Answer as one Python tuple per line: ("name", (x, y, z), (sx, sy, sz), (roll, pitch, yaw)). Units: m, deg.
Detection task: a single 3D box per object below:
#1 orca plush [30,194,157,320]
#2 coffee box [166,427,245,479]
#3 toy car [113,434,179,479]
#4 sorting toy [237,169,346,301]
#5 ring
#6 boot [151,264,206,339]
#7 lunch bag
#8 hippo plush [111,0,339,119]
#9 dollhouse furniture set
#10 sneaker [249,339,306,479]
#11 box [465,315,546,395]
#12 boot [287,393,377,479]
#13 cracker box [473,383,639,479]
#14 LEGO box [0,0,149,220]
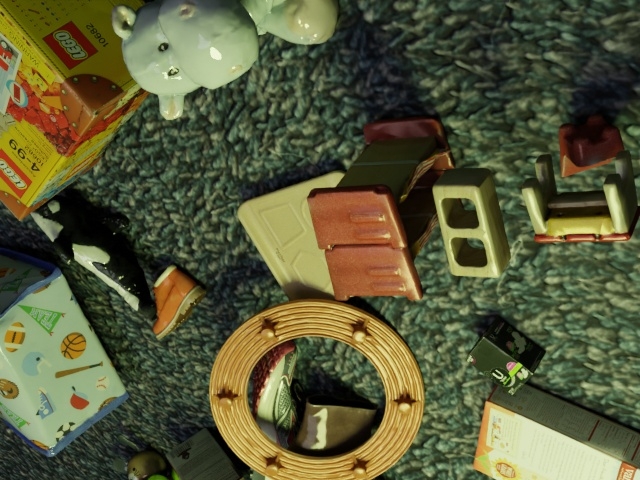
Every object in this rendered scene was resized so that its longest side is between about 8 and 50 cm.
("orca plush", (-0.362, 0.007, 1.697), (0.287, 0.151, 0.102), (45, 103, 22))
("coffee box", (-0.188, 0.467, 1.849), (0.141, 0.098, 0.246), (63, 166, -21))
("toy car", (-0.366, 0.490, 2.066), (0.188, 0.149, 0.155), (38, 126, 25))
("sorting toy", (0.000, 0.000, 1.468), (0.208, 0.038, 0.193), (-17, 111, 39))
("ring", (-0.007, 0.248, 1.546), (0.336, 0.032, 0.337), (2, 112, 5))
("boot", (-0.263, 0.107, 1.739), (0.084, 0.059, 0.158), (43, 129, 6))
("lunch bag", (-0.606, 0.198, 1.950), (0.385, 0.239, 0.328), (17, 134, 48))
("hippo plush", (-0.148, -0.293, 1.196), (0.294, 0.236, 0.234), (-3, 121, 39))
("dollhouse furniture set", (0.193, -0.042, 1.174), (0.374, 0.201, 0.152), (-1, 122, 30))
("sneaker", (-0.062, 0.292, 1.701), (0.112, 0.121, 0.299), (1, 121, -5))
("box", (0.255, 0.159, 1.382), (0.083, 0.052, 0.062), (38, 136, 8))
("boot", (0.064, 0.367, 1.655), (0.248, 0.090, 0.207), (13, 111, -14))
("cracker box", (0.342, 0.305, 1.419), (0.232, 0.067, 0.156), (23, 134, 23))
("LEGO box", (-0.485, -0.330, 1.436), (0.500, 0.193, 0.372), (49, 142, -5))
